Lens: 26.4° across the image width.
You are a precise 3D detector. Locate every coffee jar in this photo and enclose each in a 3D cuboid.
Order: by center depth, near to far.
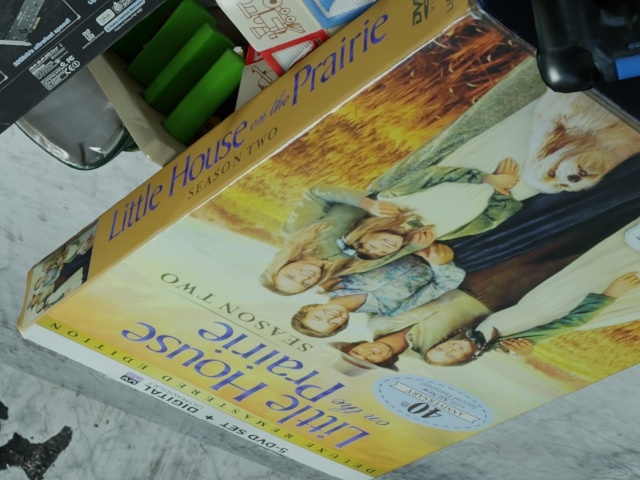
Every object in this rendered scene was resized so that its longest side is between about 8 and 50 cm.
[{"bbox_3d":[-0.166,-0.109,1.031,0.096,0.079,0.184,40,-170,-2],"label":"coffee jar"}]

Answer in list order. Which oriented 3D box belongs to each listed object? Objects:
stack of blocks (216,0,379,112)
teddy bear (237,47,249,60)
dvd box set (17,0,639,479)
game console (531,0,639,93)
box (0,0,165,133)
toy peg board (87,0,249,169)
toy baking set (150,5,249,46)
[{"bbox_3d":[0.037,-0.111,0.797,0.171,0.087,0.297,-15,139,27],"label":"stack of blocks"},{"bbox_3d":[0.078,-0.043,1.026,0.338,0.113,0.245,22,159,-3],"label":"teddy bear"},{"bbox_3d":[0.051,0.018,0.841,0.308,0.062,0.420,30,138,-30],"label":"dvd box set"},{"bbox_3d":[0.121,-0.170,0.521,0.250,0.173,0.293,-12,-166,15],"label":"game console"},{"bbox_3d":[-0.270,-0.150,0.794,0.242,0.307,0.076,46,-173,-40],"label":"box"},{"bbox_3d":[-0.065,-0.096,0.915,0.161,0.079,0.161,30,-163,-45],"label":"toy peg board"},{"bbox_3d":[-0.107,-0.197,0.925,0.256,0.030,0.197,1,148,31],"label":"toy baking set"}]
